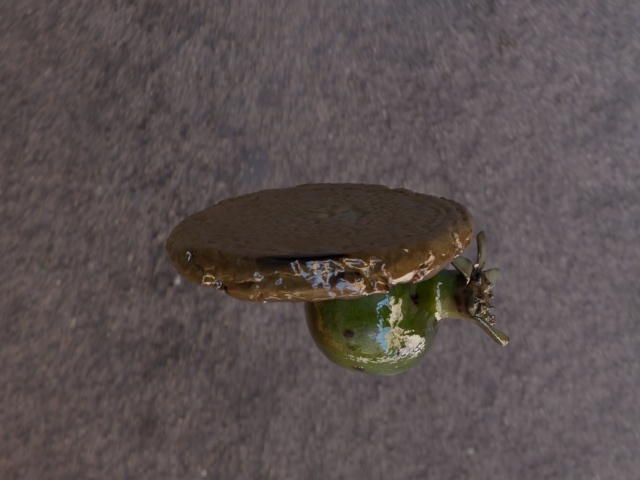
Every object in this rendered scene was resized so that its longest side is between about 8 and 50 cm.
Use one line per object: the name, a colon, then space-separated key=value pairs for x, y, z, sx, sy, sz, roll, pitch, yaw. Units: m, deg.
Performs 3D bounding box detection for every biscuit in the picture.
biscuit: x=0.000 y=0.000 z=1.053 sx=0.226 sy=0.226 sz=0.042 roll=-5 pitch=106 yaw=0

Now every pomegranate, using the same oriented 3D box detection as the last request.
pomegranate: x=0.065 y=0.041 z=1.236 sx=0.169 sy=0.148 sz=0.148 roll=-21 pitch=111 yaw=26
